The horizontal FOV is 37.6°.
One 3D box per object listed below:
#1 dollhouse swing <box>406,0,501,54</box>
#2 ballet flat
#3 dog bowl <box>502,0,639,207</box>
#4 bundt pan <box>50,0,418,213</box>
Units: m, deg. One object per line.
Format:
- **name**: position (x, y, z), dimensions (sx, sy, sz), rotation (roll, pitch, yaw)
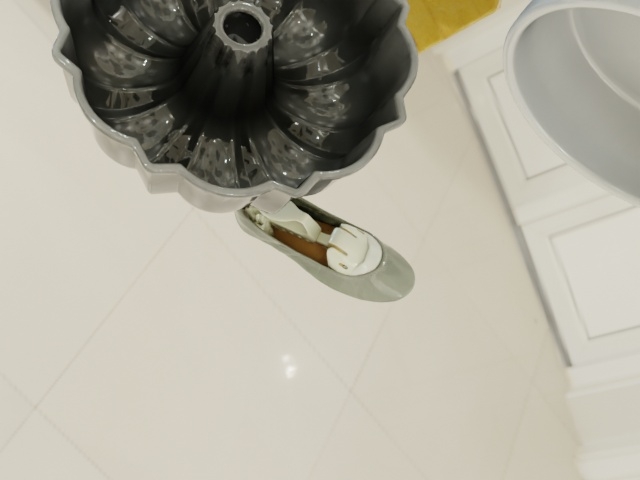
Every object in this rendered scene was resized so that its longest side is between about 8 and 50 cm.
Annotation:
- **dollhouse swing**: position (0.096, -0.400, 1.182), dimensions (0.315, 0.347, 0.305), rotation (61, 31, -7)
- **ballet flat**: position (0.000, 0.000, 0.983), dimensions (0.213, 0.068, 0.072), rotation (27, 72, 13)
- **dog bowl**: position (0.290, -0.133, 0.775), dimensions (0.265, 0.265, 0.104), rotation (45, 73, -25)
- **bundt pan**: position (-0.084, -0.166, 0.875), dimensions (0.330, 0.124, 0.331), rotation (6, 67, -15)
